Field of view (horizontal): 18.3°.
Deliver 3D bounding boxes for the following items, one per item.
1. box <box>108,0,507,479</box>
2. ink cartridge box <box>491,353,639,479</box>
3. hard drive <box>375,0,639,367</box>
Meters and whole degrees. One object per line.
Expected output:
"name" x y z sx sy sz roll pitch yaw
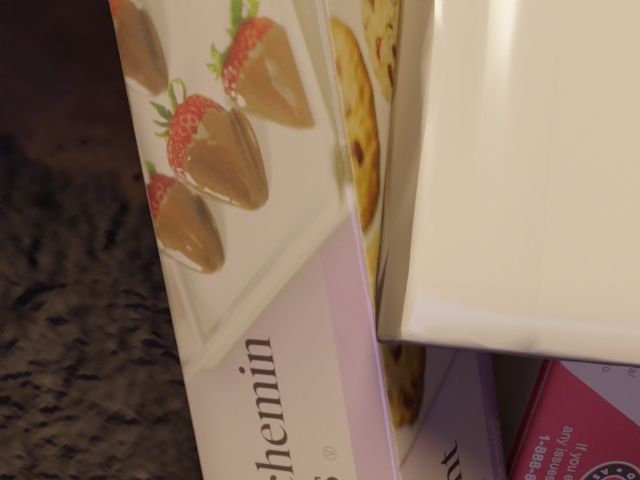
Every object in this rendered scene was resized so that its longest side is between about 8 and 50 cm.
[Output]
"box" 0.000 0.000 0.512 0.063 0.067 0.324 3 113 30
"ink cartridge box" 0.166 0.024 0.581 0.218 0.092 0.158 9 124 -9
"hard drive" 0.174 -0.061 0.484 0.308 0.040 0.203 6 86 -11
